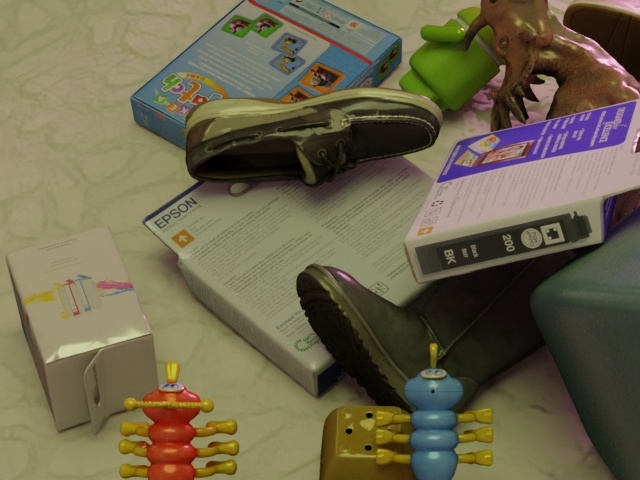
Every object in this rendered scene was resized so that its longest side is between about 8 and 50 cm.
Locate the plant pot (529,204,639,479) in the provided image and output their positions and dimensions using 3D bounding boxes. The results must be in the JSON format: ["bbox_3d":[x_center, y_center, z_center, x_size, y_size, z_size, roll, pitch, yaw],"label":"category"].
[{"bbox_3d":[0.301,0.074,1.357,0.247,0.248,0.252,-36,21,-26],"label":"plant pot"}]

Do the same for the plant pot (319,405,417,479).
[{"bbox_3d":[0.037,0.169,1.400,0.081,0.083,0.081,0,48,4],"label":"plant pot"}]

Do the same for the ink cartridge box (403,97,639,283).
[{"bbox_3d":[0.186,-0.047,1.440,0.208,0.045,0.206,-14,20,23],"label":"ink cartridge box"}]

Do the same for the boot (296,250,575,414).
[{"bbox_3d":[0.104,0.041,1.481,0.208,0.076,0.190,-42,102,-22],"label":"boot"}]

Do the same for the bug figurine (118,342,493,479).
[{"bbox_3d":[-0.010,0.188,1.319,0.279,0.072,0.216,-4,88,3],"label":"bug figurine"}]

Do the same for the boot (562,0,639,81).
[{"bbox_3d":[0.347,-0.225,1.745,0.213,0.077,0.165,14,51,9],"label":"boot"}]

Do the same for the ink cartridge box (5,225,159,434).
[{"bbox_3d":[-0.189,0.077,1.488,0.090,0.092,0.143,-17,51,-13],"label":"ink cartridge box"}]

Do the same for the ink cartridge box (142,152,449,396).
[{"bbox_3d":[0.000,0.000,1.575,0.223,0.045,0.224,-36,58,-25],"label":"ink cartridge box"}]

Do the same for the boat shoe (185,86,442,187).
[{"bbox_3d":[-0.007,-0.080,1.566,0.223,0.080,0.073,-2,55,7],"label":"boat shoe"}]

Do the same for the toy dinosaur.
[{"bbox_3d":[0.226,-0.079,1.598,0.200,0.127,0.296,-4,64,13],"label":"toy dinosaur"}]

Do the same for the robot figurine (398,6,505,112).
[{"bbox_3d":[0.129,-0.167,1.693,0.115,0.101,0.067,-43,59,5],"label":"robot figurine"}]

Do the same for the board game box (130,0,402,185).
[{"bbox_3d":[-0.049,-0.151,1.722,0.160,0.039,0.211,29,56,25],"label":"board game box"}]
